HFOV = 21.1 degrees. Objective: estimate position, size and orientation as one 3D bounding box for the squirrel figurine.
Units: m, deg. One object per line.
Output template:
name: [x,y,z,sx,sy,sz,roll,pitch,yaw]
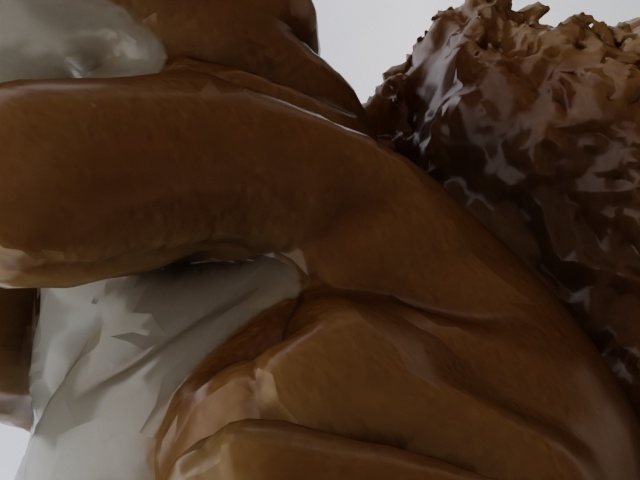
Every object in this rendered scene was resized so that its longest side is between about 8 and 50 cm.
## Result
squirrel figurine: [0.000,0.000,0.667,0.397,0.281,0.370,3,-124,-30]
